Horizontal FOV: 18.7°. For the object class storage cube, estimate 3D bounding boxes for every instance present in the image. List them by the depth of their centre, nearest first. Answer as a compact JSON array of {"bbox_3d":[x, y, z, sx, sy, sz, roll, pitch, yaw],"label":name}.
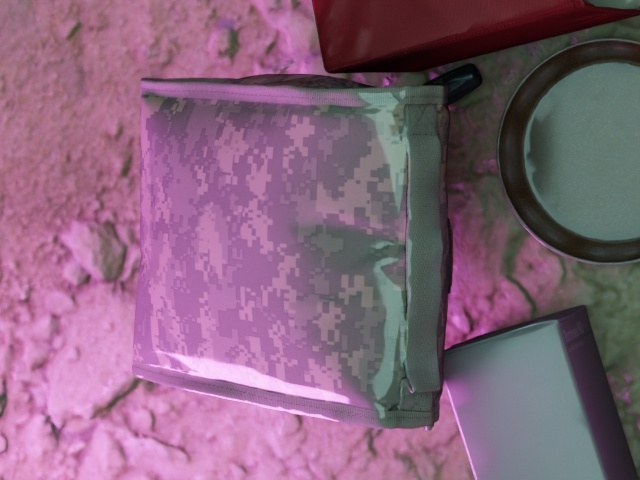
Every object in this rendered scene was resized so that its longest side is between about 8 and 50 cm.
[{"bbox_3d":[0.105,-0.226,1.379,0.193,0.215,0.184,-13,90,24],"label":"storage cube"}]

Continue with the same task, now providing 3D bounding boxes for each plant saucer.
[{"bbox_3d":[0.216,-0.066,1.446,0.168,0.029,0.168,1,95,16],"label":"plant saucer"}]

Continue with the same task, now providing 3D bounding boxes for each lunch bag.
[{"bbox_3d":[0.000,0.000,1.385,0.287,0.169,0.235,10,100,54],"label":"lunch bag"}]

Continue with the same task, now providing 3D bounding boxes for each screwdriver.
[{"bbox_3d":[0.050,-0.088,1.499,0.170,0.024,0.025,-31,56,18],"label":"screwdriver"}]

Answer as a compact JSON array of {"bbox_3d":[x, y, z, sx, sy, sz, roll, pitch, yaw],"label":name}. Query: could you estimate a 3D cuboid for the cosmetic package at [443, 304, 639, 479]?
[{"bbox_3d":[0.175,0.174,1.423,0.107,0.127,0.238,-15,91,17],"label":"cosmetic package"}]
